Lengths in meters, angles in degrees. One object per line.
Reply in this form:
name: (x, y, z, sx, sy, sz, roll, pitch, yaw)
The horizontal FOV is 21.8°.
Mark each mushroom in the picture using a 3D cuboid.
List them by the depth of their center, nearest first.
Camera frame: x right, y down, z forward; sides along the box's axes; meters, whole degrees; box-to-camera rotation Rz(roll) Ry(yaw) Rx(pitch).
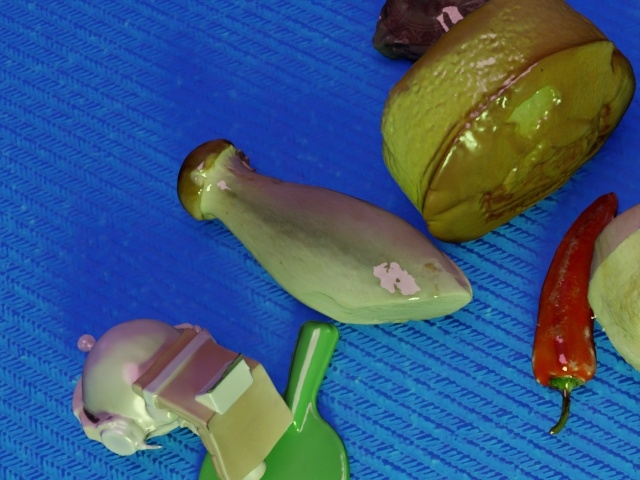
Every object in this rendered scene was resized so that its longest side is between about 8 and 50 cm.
mushroom: (0.000, 0.000, 1.713, 0.350, 0.128, 0.128, 29, 79, 23)

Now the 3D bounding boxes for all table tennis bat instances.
table tennis bat: (-0.035, 0.204, 1.693, 0.160, 0.039, 0.257, 13, 78, 21)

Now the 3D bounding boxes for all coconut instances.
coconut: (0.354, 0.053, 1.583, 0.194, 0.194, 0.194, -4, 69, 11)

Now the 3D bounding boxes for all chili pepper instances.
chili pepper: (0.252, 0.068, 1.662, 0.063, 0.071, 0.272, -16, 53, 50)

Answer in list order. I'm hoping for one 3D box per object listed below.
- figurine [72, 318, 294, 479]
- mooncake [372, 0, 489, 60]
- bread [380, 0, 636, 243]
figurine: (-0.153, 0.155, 1.686, 0.236, 0.141, 0.162, 13, 50, 34)
mooncake: (0.127, -0.256, 1.808, 0.125, 0.073, 0.130, 8, 70, 18)
bread: (0.187, -0.120, 1.647, 0.270, 0.270, 0.148, -37, 65, -2)
